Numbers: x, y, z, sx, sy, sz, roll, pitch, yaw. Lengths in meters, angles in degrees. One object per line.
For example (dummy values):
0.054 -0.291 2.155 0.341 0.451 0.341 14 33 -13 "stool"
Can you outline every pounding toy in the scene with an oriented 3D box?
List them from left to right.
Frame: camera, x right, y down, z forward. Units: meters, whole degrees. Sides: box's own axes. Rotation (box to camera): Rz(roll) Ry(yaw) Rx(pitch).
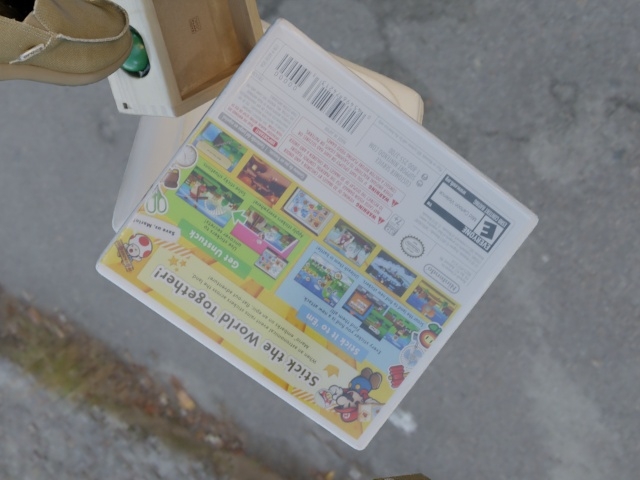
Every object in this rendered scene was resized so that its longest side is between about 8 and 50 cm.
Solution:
-0.134 -0.172 0.923 0.100 0.141 0.130 10 124 42 "pounding toy"

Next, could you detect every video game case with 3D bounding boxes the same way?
0.000 0.000 0.804 0.227 0.206 0.026 36 -176 -13 "video game case"

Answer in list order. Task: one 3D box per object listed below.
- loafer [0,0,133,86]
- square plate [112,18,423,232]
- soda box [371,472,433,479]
-0.147 -0.109 0.593 0.056 0.148 0.050 39 122 21 "loafer"
-0.035 -0.103 1.349 0.347 0.344 0.049 22 147 -20 "square plate"
0.116 0.264 1.030 0.181 0.061 0.058 23 108 53 "soda box"
